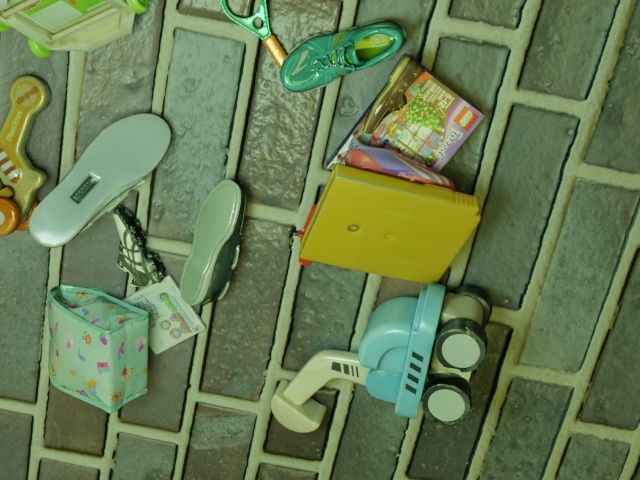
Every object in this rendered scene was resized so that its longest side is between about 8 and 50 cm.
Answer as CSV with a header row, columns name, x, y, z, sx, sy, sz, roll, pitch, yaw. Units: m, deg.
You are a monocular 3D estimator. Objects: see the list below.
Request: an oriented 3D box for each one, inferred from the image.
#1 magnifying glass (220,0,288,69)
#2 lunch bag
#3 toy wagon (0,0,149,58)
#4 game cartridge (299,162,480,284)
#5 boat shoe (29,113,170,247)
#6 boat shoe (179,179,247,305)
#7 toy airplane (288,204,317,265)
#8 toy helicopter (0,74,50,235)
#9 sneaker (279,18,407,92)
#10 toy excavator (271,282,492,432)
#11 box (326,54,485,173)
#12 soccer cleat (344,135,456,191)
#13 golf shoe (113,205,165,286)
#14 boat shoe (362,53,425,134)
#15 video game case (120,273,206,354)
name,x,y,z,sx,sy,sz,roll,pitch,yaw
magnifying glass,-0.123,-0.440,1.786,0.092,0.026,0.231,-30,107,13
lunch bag,-0.525,0.237,1.983,0.262,0.160,0.224,18,115,31
toy wagon,-0.507,-0.462,1.642,0.267,0.344,0.068,-17,69,22
game cartridge,0.144,-0.027,1.832,0.323,0.053,0.285,11,141,-12
boat shoe,-0.468,-0.122,1.867,0.136,0.156,0.367,42,78,-8
boat shoe,-0.224,0.005,1.925,0.114,0.091,0.303,41,115,34
toy airplane,0.000,0.000,1.943,0.151,0.028,0.151,1,112,3
toy helicopter,-0.690,-0.195,1.868,0.234,0.140,0.355,25,99,2
sneaker,0.042,-0.377,1.755,0.275,0.110,0.107,-21,108,9
toy excavator,0.130,0.275,1.967,0.444,0.222,0.433,14,116,10
box,0.176,-0.214,1.840,0.200,0.057,0.293,34,108,-10
soccer cleat,0.169,-0.148,1.796,0.247,0.083,0.095,11,68,-13
golf shoe,-0.429,0.020,1.944,0.093,0.077,0.198,-22,107,10
boat shoe,0.146,-0.286,1.751,0.060,0.064,0.178,31,106,-4
video game case,-0.369,0.174,2.029,0.143,0.019,0.157,-28,107,12
